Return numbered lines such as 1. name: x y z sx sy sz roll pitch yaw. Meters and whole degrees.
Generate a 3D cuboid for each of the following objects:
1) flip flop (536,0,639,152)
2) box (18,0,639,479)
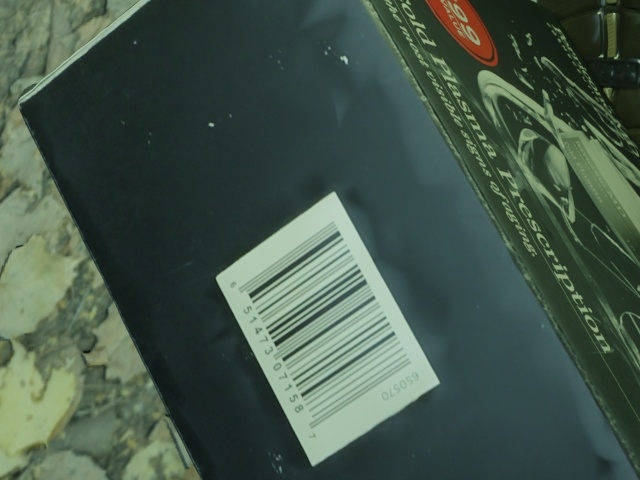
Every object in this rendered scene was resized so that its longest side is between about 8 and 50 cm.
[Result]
1. flip flop: 0.166 -0.078 1.080 0.112 0.080 0.277 10 96 34
2. box: 0.072 0.041 0.897 0.179 0.312 0.343 -35 71 20
